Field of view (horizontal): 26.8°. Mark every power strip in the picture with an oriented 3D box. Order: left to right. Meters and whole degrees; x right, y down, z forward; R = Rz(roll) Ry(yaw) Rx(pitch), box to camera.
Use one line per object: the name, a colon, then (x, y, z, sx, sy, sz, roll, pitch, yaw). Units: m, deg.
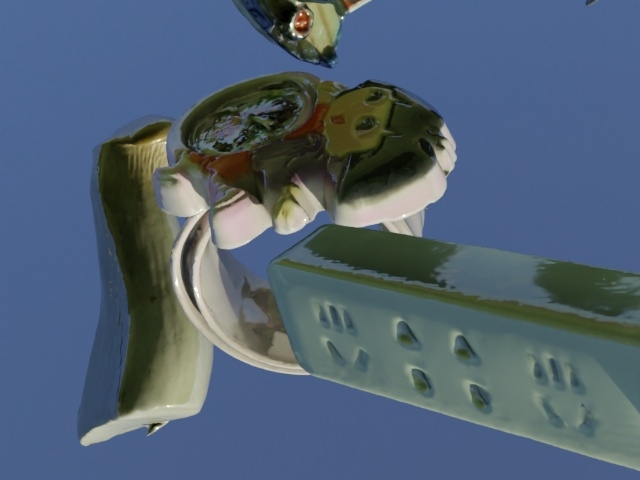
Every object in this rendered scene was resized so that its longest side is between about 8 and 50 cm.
power strip: (0.116, 0.059, 0.726, 0.062, 0.091, 0.385, -34, -153, -32)

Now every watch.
watch: (0.000, 0.000, 1.066, 0.244, 0.231, 0.196, -7, -147, 13)

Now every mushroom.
mushroom: (-0.186, 0.036, 1.342, 0.159, 0.122, 0.329, -6, -100, 19)

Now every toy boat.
toy boat: (-0.025, -0.253, 1.058, 0.114, 0.262, 0.115, -36, -155, -27)

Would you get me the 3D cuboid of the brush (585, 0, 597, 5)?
brush: (0.346, -0.296, 1.330, 0.051, 0.323, 0.070, 42, -112, -10)
